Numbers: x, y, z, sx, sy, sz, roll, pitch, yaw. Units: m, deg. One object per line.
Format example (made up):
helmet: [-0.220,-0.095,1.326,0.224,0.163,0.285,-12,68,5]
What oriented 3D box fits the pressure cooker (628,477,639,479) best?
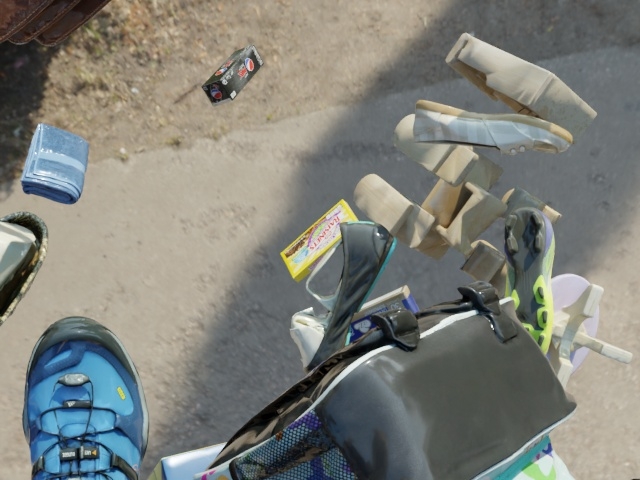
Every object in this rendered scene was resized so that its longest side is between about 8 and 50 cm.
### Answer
pressure cooker: [0.365,0.360,0.524,0.375,0.420,0.370,4,76,-4]

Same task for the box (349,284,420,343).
box: [0.142,0.204,1.313,0.136,0.036,0.225,-27,99,21]

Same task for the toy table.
toy table: [0.566,0.219,1.729,0.252,0.161,0.275,8,94,0]

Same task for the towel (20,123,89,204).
towel: [-0.304,-0.089,0.870,0.067,0.029,0.119,16,33,-22]

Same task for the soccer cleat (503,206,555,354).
soccer cleat: [0.355,0.088,1.270,0.093,0.121,0.289,-1,79,30]

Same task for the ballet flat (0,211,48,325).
ballet flat: [-0.471,0.070,0.980,0.164,0.483,0.182,39,106,-15]

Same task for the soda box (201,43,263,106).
soda box: [-0.189,-0.360,1.639,0.060,0.053,0.169,-11,33,34]

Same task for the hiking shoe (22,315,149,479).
hiking shoe: [-0.200,0.220,0.658,0.113,0.132,0.304,-4,92,-18]

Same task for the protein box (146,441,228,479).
protein box: [-0.114,0.390,1.038,0.201,0.136,0.200,-6,61,-31]

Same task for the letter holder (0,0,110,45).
letter holder: [-0.335,-0.383,0.972,0.301,0.214,0.152,-39,37,15]

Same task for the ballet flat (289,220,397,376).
ballet flat: [0.015,0.099,1.061,0.096,0.095,0.281,20,97,-2]

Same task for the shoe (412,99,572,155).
shoe: [0.233,-0.145,1.042,0.218,0.076,0.058,14,88,17]

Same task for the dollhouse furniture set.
dollhouse furniture set: [0.284,-0.157,1.450,0.394,0.362,0.256,-56,39,11]

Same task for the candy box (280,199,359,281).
candy box: [0.000,0.000,1.800,0.206,0.027,0.105,-41,42,9]

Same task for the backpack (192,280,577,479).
backpack: [0.040,0.166,0.541,0.253,0.225,0.191,-35,76,42]
